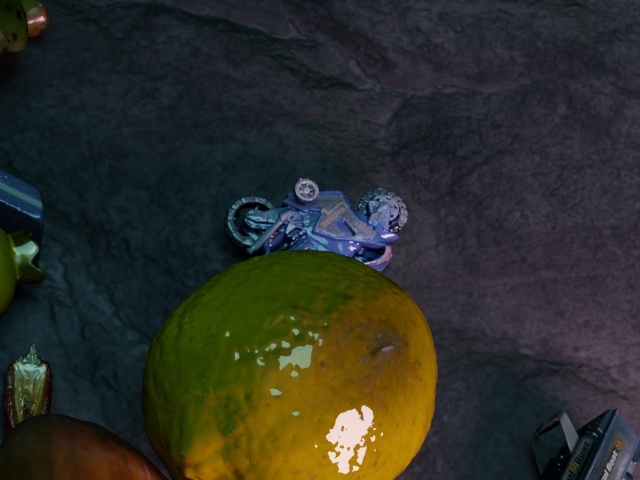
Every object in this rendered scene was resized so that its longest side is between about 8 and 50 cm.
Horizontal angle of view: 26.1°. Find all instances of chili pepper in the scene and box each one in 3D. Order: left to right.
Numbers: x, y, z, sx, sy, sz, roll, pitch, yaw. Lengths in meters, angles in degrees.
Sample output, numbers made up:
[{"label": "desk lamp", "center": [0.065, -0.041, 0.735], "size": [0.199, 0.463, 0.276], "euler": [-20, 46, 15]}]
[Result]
[{"label": "chili pepper", "center": [-0.277, 0.179, 1.296], "size": [0.045, 0.027, 0.178], "euler": [2, 58, -8]}]

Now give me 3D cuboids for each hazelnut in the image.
[{"label": "hazelnut", "center": [-0.210, 0.257, 1.186], "size": [0.210, 0.210, 0.186], "euler": [26, 84, 2]}]

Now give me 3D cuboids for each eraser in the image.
[{"label": "eraser", "center": [-0.371, -0.059, 1.389], "size": [0.225, 0.082, 0.036], "euler": [27, 54, 3]}]

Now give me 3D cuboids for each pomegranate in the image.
[{"label": "pomegranate", "center": [-0.374, -0.243, 1.481], "size": [0.169, 0.122, 0.143], "euler": [-33, 42, -27]}]

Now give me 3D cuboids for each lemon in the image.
[{"label": "lemon", "center": [-0.021, 0.128, 1.262], "size": [0.310, 0.253, 0.253], "euler": [-23, 66, -41]}]

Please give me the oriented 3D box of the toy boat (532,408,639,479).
[{"label": "toy boat", "center": [0.228, 0.263, 1.334], "size": [0.103, 0.093, 0.246], "euler": [36, 57, 0]}]

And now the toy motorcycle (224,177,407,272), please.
[{"label": "toy motorcycle", "center": [0.000, 0.000, 1.459], "size": [0.205, 0.076, 0.114], "euler": [-4, 67, -16]}]

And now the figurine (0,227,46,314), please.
[{"label": "figurine", "center": [-0.396, 0.016, 1.320], "size": [0.234, 0.127, 0.185], "euler": [-29, 64, -17]}]
